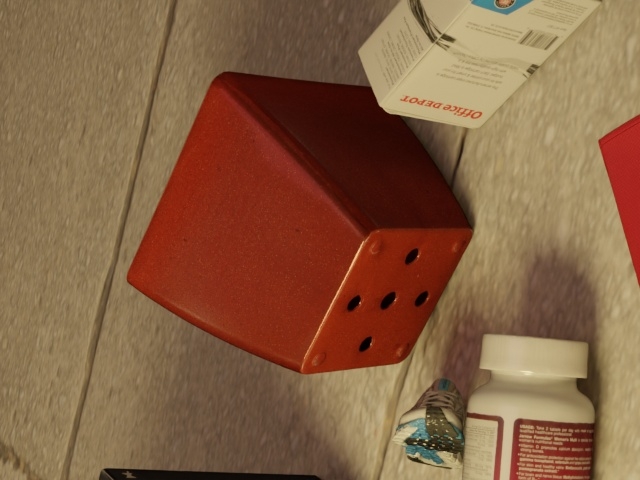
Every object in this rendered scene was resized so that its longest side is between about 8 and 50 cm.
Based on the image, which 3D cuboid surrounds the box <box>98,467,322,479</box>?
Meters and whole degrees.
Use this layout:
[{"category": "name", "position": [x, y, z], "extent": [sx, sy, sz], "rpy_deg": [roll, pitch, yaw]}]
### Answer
[{"category": "box", "position": [-0.112, 0.417, 1.606], "extent": [0.183, 0.296, 0.294], "rpy_deg": [27, 105, 52]}]

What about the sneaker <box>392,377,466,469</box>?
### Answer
[{"category": "sneaker", "position": [0.114, 0.175, 1.486], "extent": [0.190, 0.071, 0.083], "rpy_deg": [76, -155, -74]}]

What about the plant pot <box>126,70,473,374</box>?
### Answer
[{"category": "plant pot", "position": [0.000, 0.000, 1.598], "extent": [0.236, 0.267, 0.267], "rpy_deg": [41, 116, 32]}]

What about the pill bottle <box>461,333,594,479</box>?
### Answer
[{"category": "pill bottle", "position": [0.195, 0.202, 1.396], "extent": [0.121, 0.121, 0.221], "rpy_deg": [-1, 82, 52]}]

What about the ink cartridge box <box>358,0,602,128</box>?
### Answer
[{"category": "ink cartridge box", "position": [0.157, -0.216, 1.503], "extent": [0.203, 0.148, 0.086], "rpy_deg": [-46, 51, 37]}]

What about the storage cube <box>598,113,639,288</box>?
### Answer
[{"category": "storage cube", "position": [0.366, -0.022, 1.171], "extent": [0.215, 0.184, 0.193], "rpy_deg": [-33, 59, 43]}]
